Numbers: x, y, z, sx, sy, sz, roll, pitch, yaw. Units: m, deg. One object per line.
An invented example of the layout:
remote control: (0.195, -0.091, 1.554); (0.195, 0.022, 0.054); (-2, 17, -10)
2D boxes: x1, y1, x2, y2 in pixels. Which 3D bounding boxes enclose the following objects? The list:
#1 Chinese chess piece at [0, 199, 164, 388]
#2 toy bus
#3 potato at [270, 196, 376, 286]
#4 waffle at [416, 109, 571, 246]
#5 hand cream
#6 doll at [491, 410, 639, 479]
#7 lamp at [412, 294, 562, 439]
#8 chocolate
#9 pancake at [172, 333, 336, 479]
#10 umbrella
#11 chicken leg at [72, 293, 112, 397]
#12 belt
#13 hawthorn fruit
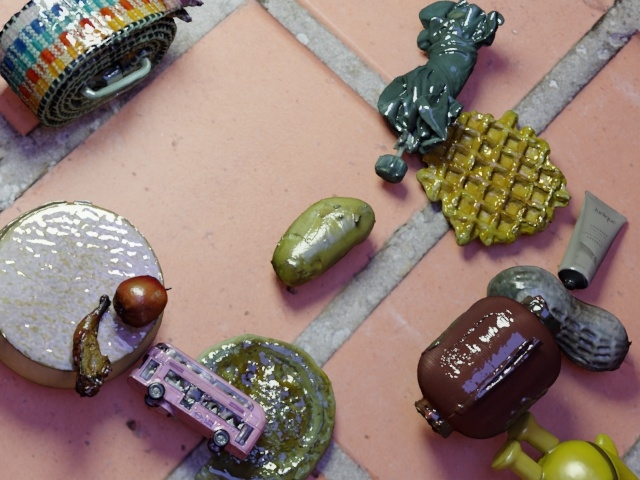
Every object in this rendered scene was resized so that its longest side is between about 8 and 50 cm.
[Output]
Chinese chess piece: (-0.357, 0.077, 1.842); (0.270, 0.112, 0.270); (5, 71, -15)
toy bus: (-0.174, 0.228, 1.834); (0.203, 0.063, 0.090); (34, 67, -1)
potato: (0.000, 0.000, 1.980); (0.105, 0.085, 0.188); (26, 59, 38)
waffle: (0.276, -0.106, 2.105); (0.243, 0.059, 0.237); (-15, 75, -18)
hand cream: (0.440, 0.007, 2.118); (0.087, 0.054, 0.186); (34, 60, -6)
doll: (0.428, 0.394, 1.934); (0.363, 0.145, 0.199); (37, 61, -8)
lamp: (0.253, 0.186, 1.916); (0.258, 0.180, 0.180); (-43, 86, -2)
chocolate: (0.377, 0.120, 2.031); (0.248, 0.110, 0.110); (30, 67, -9)
pancake: (-0.093, 0.254, 1.893); (0.254, 0.037, 0.253); (3, 72, -11)
umbrella: (0.177, -0.249, 2.094); (0.094, 0.143, 0.349); (44, 66, -36)
chicken leg: (-0.311, 0.142, 1.757); (0.062, 0.037, 0.145); (10, 70, -38)
belt: (-0.333, -0.288, 1.926); (0.295, 0.207, 0.160); (-34, 79, -37)
hawthorn fruit: (-0.248, 0.081, 1.778); (0.077, 0.077, 0.077); (5, 71, -14)
